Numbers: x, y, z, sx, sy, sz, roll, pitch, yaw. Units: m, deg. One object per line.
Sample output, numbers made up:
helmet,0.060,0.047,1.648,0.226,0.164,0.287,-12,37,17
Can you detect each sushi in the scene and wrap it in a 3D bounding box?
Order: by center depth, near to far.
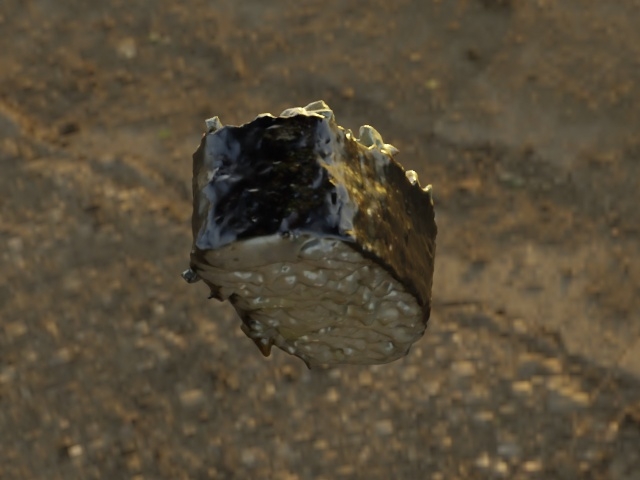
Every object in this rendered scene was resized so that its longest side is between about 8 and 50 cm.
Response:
sushi,0.000,0.000,0.815,0.090,0.150,0.078,-15,59,22
